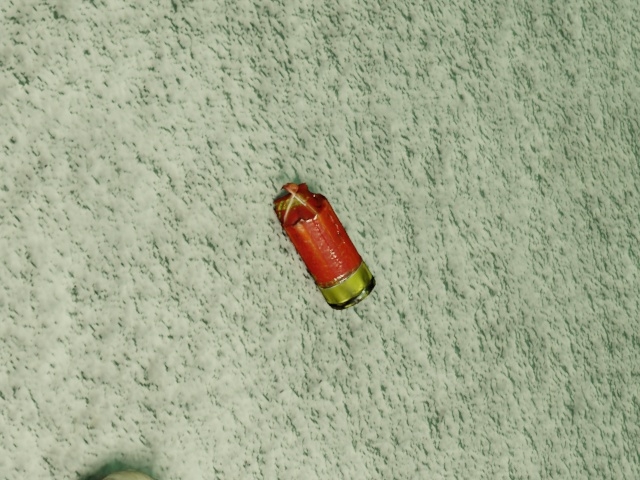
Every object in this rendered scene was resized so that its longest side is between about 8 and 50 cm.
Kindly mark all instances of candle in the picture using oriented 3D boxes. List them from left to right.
[{"bbox_3d":[0.000,0.000,1.737,0.052,0.052,0.130,-51,120,-36],"label":"candle"}]

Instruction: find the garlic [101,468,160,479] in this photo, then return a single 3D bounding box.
[{"bbox_3d":[-0.159,0.224,1.531,0.113,0.094,0.074,-23,63,-39],"label":"garlic"}]
